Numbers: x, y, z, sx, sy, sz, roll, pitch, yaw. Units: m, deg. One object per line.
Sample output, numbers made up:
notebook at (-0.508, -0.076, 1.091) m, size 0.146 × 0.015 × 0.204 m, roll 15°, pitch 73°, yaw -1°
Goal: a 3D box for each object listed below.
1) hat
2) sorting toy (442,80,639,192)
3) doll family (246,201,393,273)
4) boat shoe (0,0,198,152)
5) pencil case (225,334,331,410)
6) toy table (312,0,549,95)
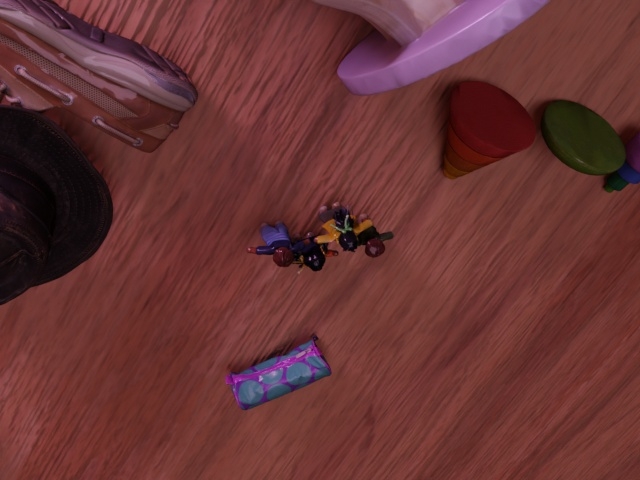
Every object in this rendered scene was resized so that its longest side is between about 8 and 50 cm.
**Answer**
hat at (-0.401, 0.001, 0.668) m, size 0.331 × 0.134 × 0.331 m, roll -9°, pitch 140°, yaw -8°
sorting toy at (0.318, -0.115, 0.866) m, size 0.366 × 0.127 × 0.126 m, roll 6°, pitch 144°, yaw -20°
doll family at (0.000, 0.000, 0.819) m, size 0.193 × 0.111 × 0.076 m, roll -20°, pitch 120°, yaw -3°
boat shoe at (-0.296, -0.189, 0.645) m, size 0.324 × 0.123 × 0.116 m, roll 25°, pitch 111°, yaw -22°
pencil case at (-0.063, 0.204, 0.937) m, size 0.152 × 0.064 × 0.070 m, roll -23°, pitch 136°, yaw -2°
toy table at (0.089, -0.277, 0.634) m, size 0.274 × 0.252 × 0.161 m, roll -20°, pitch 122°, yaw 39°
